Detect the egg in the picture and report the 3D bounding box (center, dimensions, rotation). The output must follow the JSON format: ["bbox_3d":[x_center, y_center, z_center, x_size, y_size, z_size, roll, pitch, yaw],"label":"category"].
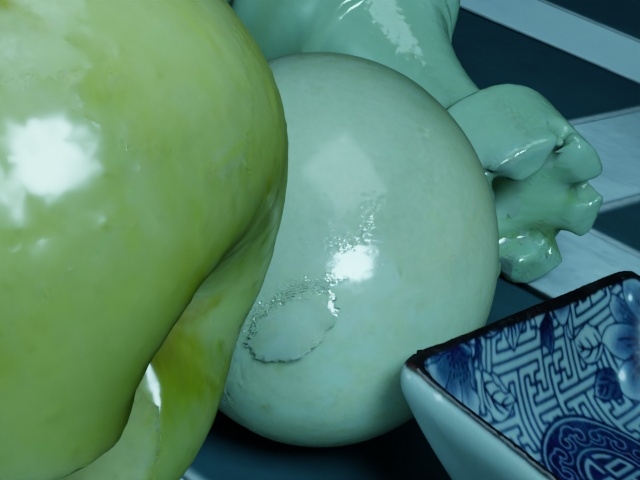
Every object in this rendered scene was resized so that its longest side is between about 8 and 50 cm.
[{"bbox_3d":[0.000,0.000,0.947,0.186,0.186,0.253,10,29,-6],"label":"egg"}]

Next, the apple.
[{"bbox_3d":[-0.154,-0.006,0.746,0.254,0.292,0.292,29,26,13],"label":"apple"}]

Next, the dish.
[{"bbox_3d":[0.155,0.112,0.892,0.182,0.080,0.243,38,29,24],"label":"dish"}]

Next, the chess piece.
[{"bbox_3d":[0.066,-0.100,1.254,0.194,0.194,0.299,-3,36,-33],"label":"chess piece"}]
